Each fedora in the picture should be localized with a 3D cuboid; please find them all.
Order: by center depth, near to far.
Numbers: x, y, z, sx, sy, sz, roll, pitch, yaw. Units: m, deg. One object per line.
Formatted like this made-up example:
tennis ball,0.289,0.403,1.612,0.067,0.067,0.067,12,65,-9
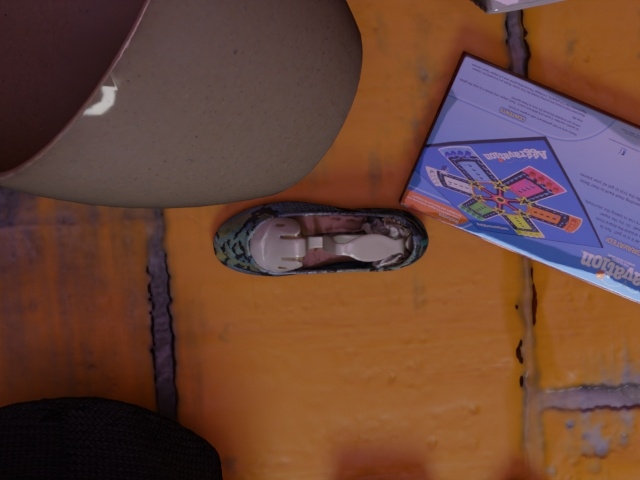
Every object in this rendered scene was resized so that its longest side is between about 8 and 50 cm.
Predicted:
fedora,-0.196,0.223,1.648,0.334,0.334,0.152,2,68,-1

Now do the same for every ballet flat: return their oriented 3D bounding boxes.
ballet flat,0.000,0.000,1.680,0.188,0.070,0.070,-5,101,0

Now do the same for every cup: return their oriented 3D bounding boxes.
cup,-0.109,-0.155,1.549,0.237,0.331,0.331,26,100,-31

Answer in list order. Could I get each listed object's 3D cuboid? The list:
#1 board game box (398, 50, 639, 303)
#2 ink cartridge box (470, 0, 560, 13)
board game box,0.225,-0.045,1.694,0.281,0.027,0.145,23,98,-5
ink cartridge box,0.158,-0.348,1.537,0.131,0.226,0.306,-12,102,2
